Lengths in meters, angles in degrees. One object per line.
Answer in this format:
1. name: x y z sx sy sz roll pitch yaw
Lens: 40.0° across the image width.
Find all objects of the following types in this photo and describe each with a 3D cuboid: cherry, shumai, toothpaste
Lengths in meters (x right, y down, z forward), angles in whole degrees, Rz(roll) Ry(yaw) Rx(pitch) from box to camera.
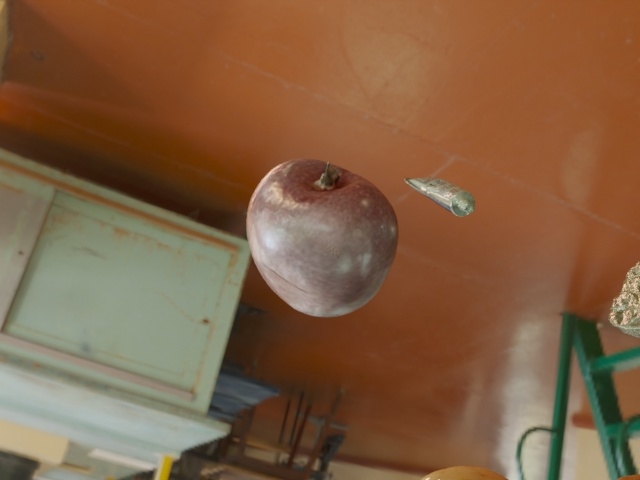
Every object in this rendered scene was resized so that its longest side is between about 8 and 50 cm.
1. cherry: 0.000 0.000 1.444 0.261 0.221 0.307 28 140 32
2. shumai: 0.683 0.129 1.620 0.218 0.189 0.256 28 163 -19
3. toothpaste: 0.236 -0.091 1.685 0.047 0.069 0.268 63 176 -20

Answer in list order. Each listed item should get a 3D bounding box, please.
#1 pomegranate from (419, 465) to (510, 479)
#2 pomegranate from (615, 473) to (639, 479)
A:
1. pomegranate: 0.274 0.631 1.619 0.412 0.411 0.411 12 157 5
2. pomegranate: 0.553 0.512 1.493 0.215 0.215 0.215 12 157 5
